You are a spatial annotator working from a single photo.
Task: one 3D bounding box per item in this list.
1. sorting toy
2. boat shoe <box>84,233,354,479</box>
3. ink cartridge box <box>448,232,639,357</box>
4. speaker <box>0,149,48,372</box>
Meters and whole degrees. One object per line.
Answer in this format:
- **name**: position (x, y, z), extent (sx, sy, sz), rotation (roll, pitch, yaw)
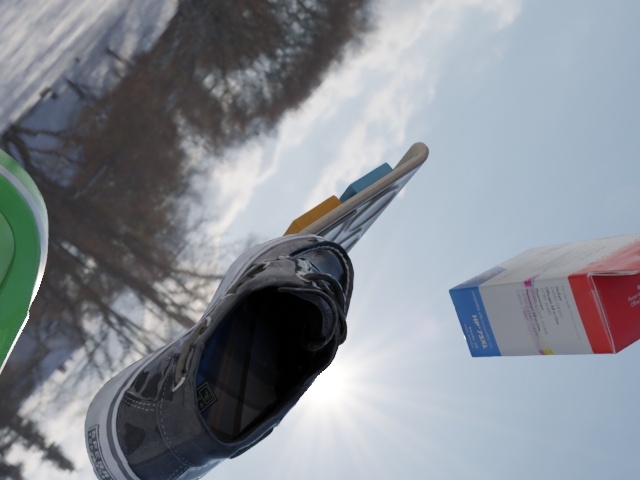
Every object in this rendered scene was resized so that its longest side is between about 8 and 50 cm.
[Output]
- **sorting toy**: position (0.000, 0.000, 0.938), extent (0.208, 0.038, 0.193), rotation (-40, 172, -38)
- **boat shoe**: position (-0.024, 0.047, 0.494), extent (0.076, 0.080, 0.228), rotation (-24, -175, 32)
- **ink cartridge box**: position (0.250, 0.050, 0.919), extent (0.134, 0.078, 0.231), rotation (-23, -174, -33)
- **speaker**: position (-0.229, 0.060, 0.484), extent (0.131, 0.131, 0.297), rotation (-40, -158, 25)
